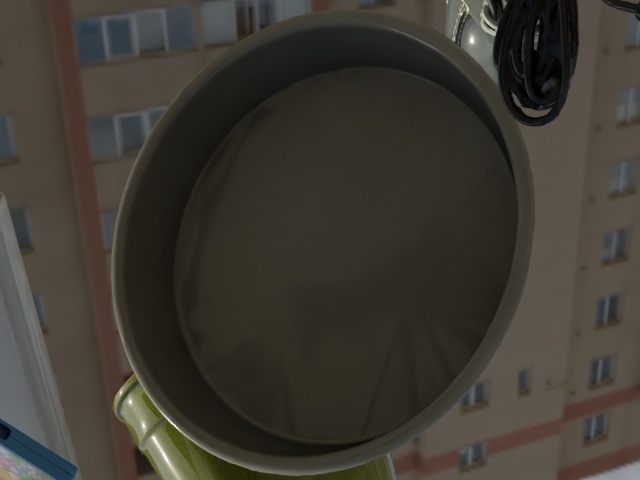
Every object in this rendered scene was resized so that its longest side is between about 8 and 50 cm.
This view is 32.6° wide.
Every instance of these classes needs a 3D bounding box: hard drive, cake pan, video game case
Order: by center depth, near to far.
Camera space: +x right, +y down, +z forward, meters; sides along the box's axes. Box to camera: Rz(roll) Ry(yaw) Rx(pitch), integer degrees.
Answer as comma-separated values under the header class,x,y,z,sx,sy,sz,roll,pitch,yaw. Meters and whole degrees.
class,x,y,z,sx,sy,sz,roll,pitch,yaw
video game case,-0.233,0.111,0.642,0.166,0.119,0.015,36,-129,-11
cake pan,0.000,0.000,0.692,0.293,0.293,0.054,17,175,31
hard drive,-0.333,0.104,0.927,0.203,0.308,0.040,-3,-147,4

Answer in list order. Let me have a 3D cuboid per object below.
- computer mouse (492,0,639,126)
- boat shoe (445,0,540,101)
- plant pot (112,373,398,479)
class,x,y,z,sx,sy,sz,roll,pitch,yaw
computer mouse,0.194,-0.120,0.438,0.262,0.184,0.060,19,-155,40
boat shoe,0.163,-0.218,0.944,0.116,0.319,0.099,25,-127,8
plant pot,-0.050,0.313,1.530,0.366,0.366,0.353,-18,-112,-28
